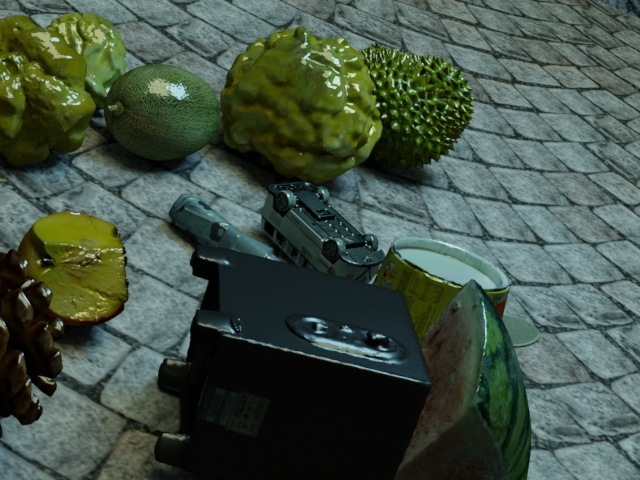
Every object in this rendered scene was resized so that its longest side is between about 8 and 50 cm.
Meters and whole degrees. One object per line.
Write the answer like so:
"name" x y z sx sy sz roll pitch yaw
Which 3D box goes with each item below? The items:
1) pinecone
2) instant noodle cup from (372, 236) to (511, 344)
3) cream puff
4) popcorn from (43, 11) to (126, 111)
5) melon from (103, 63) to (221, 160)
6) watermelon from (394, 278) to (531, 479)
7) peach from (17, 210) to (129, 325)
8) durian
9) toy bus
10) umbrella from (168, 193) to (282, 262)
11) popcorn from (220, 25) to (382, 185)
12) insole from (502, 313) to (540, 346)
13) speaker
"pinecone" -0.366 0.100 1.423 0.264 0.264 0.264 19 28 -10
"instant noodle cup" 0.140 0.094 1.880 0.205 0.153 0.205 15 19 -5
"cream puff" -0.412 -0.196 1.980 0.221 0.195 0.194 28 27 18
"popcorn" -0.350 -0.263 2.183 0.141 0.135 0.162 24 24 -17
"melon" -0.228 -0.182 2.126 0.192 0.139 0.139 0 36 -46
"watermelon" 0.139 0.196 1.711 0.201 0.262 0.213 -6 33 3
"peach" -0.287 0.031 1.728 0.151 0.118 0.151 10 69 -27
"durian" 0.122 -0.218 2.409 0.176 0.200 0.237 -29 40 -27
"toy bus" 0.000 0.000 2.037 0.087 0.089 0.194 -8 41 -44
"umbrella" -0.097 0.018 1.968 0.250 0.053 0.052 35 28 21
"popcorn" -0.028 -0.200 2.262 0.249 0.249 0.225 30 -2 11
"insole" 0.220 0.126 2.081 0.232 0.003 0.080 -3 37 -41
"speaker" -0.036 0.141 1.621 0.254 0.184 0.232 15 20 -11
